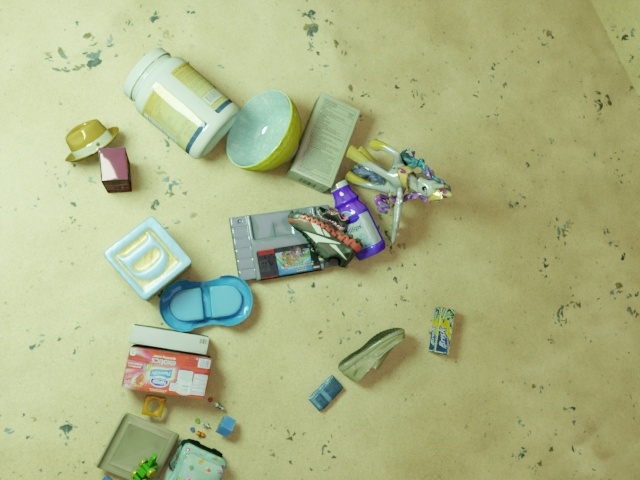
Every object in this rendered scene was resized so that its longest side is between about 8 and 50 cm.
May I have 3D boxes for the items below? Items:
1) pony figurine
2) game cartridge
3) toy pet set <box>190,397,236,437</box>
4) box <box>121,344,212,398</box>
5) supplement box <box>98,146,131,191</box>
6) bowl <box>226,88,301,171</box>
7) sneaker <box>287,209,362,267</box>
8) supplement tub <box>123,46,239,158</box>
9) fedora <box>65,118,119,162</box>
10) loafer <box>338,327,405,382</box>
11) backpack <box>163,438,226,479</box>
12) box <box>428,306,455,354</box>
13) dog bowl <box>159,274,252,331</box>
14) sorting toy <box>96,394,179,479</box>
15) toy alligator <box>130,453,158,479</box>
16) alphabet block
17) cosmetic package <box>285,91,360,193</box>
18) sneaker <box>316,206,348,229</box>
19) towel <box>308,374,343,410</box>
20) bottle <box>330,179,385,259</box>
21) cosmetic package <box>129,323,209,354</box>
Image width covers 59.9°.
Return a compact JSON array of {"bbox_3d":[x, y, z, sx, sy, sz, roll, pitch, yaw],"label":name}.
[{"bbox_3d":[0.265,-0.186,1.929,0.363,0.351,0.303,30,73,10],"label":"pony figurine"},{"bbox_3d":[-0.122,0.010,1.924,0.355,0.068,0.230,-9,82,-15],"label":"game cartridge"},{"bbox_3d":[-0.342,0.590,1.794,0.114,0.065,0.122,32,77,-9],"label":"toy pet set"},{"bbox_3d":[-0.480,0.411,1.749,0.256,0.122,0.128,11,80,-13],"label":"box"},{"bbox_3d":[-0.643,-0.218,1.748,0.080,0.188,0.104,-5,85,-16],"label":"supplement box"},{"bbox_3d":[-0.163,-0.345,1.880,0.156,0.289,0.290,30,74,-47],"label":"bowl"},{"bbox_3d":[0.000,0.000,1.876,0.276,0.097,0.135,29,83,-6],"label":"sneaker"},{"bbox_3d":[-0.450,-0.445,1.804,0.316,0.228,0.228,40,76,-7],"label":"supplement tub"},{"bbox_3d":[-0.730,-0.323,1.740,0.194,0.194,0.079,-39,124,-15],"label":"fedora"},{"bbox_3d":[0.189,0.398,1.940,0.268,0.102,0.092,-32,93,-6],"label":"loafer"},{"bbox_3d":[-0.397,0.739,1.725,0.165,0.144,0.188,30,80,-15],"label":"backpack"},{"bbox_3d":[0.444,0.330,2.031,0.059,0.054,0.169,13,80,-13],"label":"box"},{"bbox_3d":[-0.376,0.205,1.827,0.297,0.074,0.166,-6,85,-15],"label":"dog bowl"},{"bbox_3d":[-0.568,0.652,1.740,0.196,0.047,0.348,29,80,-16],"label":"sorting toy"},{"bbox_3d":[-0.549,0.734,1.696,0.056,0.051,0.190,32,83,32],"label":"toy alligator"},{"bbox_3d":[-0.535,0.062,1.739,0.192,0.197,0.193,-39,94,-14],"label":"alphabet block"},{"bbox_3d":[0.009,-0.342,1.969,0.160,0.113,0.310,24,78,-11],"label":"cosmetic package"},{"bbox_3d":[0.045,-0.088,1.917,0.119,0.057,0.047,31,37,-5],"label":"sneaker"},{"bbox_3d":[0.020,0.526,1.912,0.119,0.029,0.067,-43,96,-15],"label":"towel"},{"bbox_3d":[0.123,-0.075,1.963,0.092,0.118,0.283,-27,91,-48],"label":"bottle"},{"bbox_3d":[-0.481,0.316,1.775,0.239,0.099,0.061,12,83,-12],"label":"cosmetic package"}]
